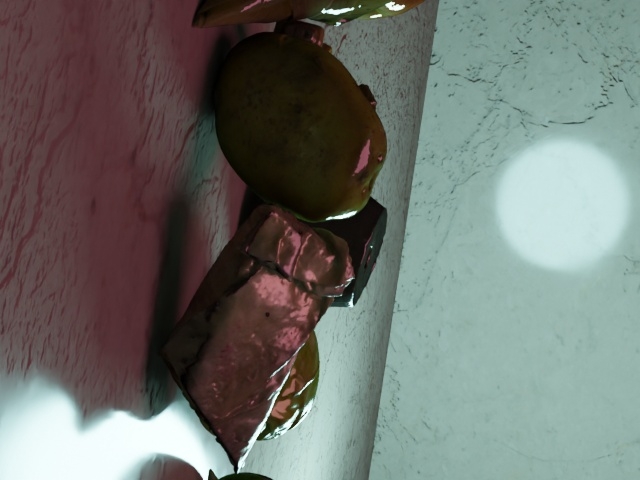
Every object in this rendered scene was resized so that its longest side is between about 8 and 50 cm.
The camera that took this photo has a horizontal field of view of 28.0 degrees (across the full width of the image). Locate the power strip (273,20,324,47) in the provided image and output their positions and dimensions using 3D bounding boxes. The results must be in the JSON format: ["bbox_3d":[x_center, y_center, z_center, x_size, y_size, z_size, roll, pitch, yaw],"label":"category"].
[{"bbox_3d":[-0.038,-0.216,1.699,0.305,0.064,0.044,106,-4,-72],"label":"power strip"}]

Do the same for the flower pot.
[{"bbox_3d":[0.000,0.000,1.891,0.269,0.166,0.269,20,90,-77],"label":"flower pot"}]

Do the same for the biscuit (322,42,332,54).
[{"bbox_3d":[-0.032,-0.193,1.935,0.166,0.036,0.225,8,99,-78],"label":"biscuit"}]

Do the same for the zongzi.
[{"bbox_3d":[-0.052,-0.387,1.490,0.300,0.145,0.274,-14,91,-39],"label":"zongzi"}]

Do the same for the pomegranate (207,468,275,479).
[{"bbox_3d":[-0.110,0.398,1.875,0.169,0.148,0.148,87,17,-59],"label":"pomegranate"}]

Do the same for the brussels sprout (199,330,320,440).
[{"bbox_3d":[-0.081,0.157,1.698,0.223,0.161,0.223,6,90,-87],"label":"brussels sprout"}]

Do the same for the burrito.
[{"bbox_3d":[-0.094,0.113,1.513,0.348,0.175,0.107,-61,-152,18],"label":"burrito"}]

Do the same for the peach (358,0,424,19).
[{"bbox_3d":[0.066,-0.434,1.732,0.232,0.232,0.257,54,46,-76],"label":"peach"}]

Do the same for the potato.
[{"bbox_3d":[-0.025,-0.135,1.528,0.148,0.228,0.197,-29,139,-54],"label":"potato"}]
